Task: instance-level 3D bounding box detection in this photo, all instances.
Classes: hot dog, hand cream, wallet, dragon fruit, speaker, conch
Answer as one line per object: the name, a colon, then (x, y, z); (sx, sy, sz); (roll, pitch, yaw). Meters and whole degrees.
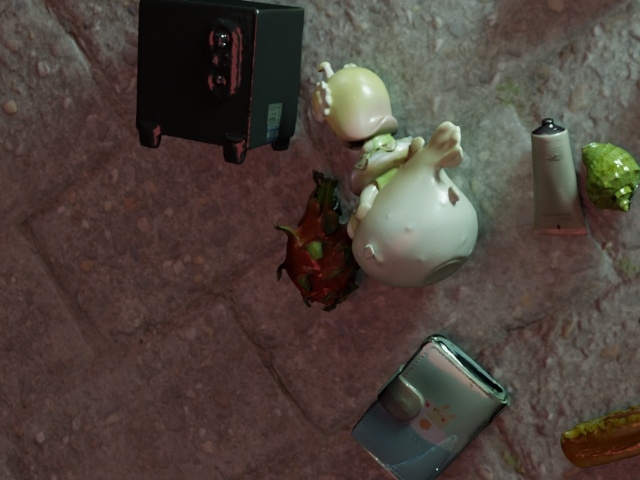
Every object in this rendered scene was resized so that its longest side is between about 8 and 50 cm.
hot dog: (0.509, 0.283, 1.887); (0.289, 0.068, 0.083); (-22, 115, 27)
hand cream: (0.359, -0.096, 1.883); (0.087, 0.054, 0.186); (-2, 108, 24)
wallet: (0.180, 0.292, 2.062); (0.176, 0.075, 0.250); (42, 118, 9)
dragon fruit: (-0.004, 0.001, 2.053); (0.135, 0.137, 0.236); (0, 103, 41)
speaker: (-0.173, -0.276, 2.048); (0.232, 0.184, 0.254); (12, 107, 25)
conch: (0.437, -0.096, 1.839); (0.089, 0.074, 0.121); (-24, 71, 0)

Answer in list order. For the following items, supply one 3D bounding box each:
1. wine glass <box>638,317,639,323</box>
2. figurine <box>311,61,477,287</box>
wine glass: (0.626, 0.113, 1.689); (0.323, 0.238, 0.238); (28, 114, 17)
figurine: (0.119, -0.129, 1.932); (0.274, 0.226, 0.394); (-43, 67, 43)
